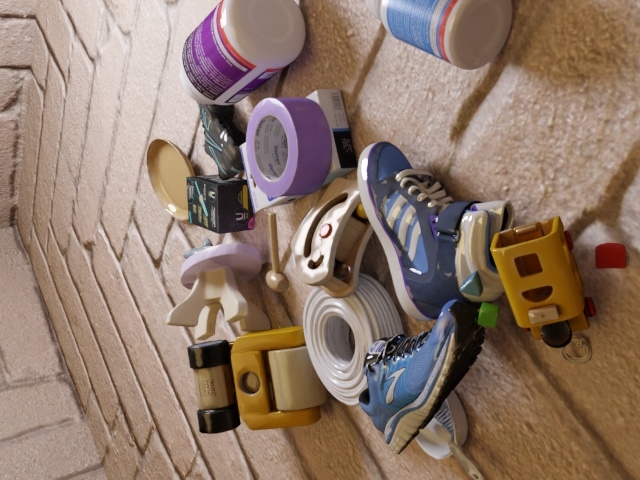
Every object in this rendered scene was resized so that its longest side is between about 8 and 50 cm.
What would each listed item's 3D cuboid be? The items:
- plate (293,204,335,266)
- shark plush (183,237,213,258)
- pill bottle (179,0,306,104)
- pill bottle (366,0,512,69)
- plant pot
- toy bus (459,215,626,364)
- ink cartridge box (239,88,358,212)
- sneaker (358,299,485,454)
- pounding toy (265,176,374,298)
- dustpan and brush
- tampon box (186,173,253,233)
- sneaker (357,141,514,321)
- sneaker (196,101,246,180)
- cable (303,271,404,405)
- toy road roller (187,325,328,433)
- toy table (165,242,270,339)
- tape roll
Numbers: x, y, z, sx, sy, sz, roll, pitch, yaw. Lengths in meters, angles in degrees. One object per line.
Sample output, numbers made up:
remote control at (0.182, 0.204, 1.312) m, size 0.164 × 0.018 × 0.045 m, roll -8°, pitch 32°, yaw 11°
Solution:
plate at (0.020, -0.002, 1.424) m, size 0.188 × 0.024 × 0.188 m, roll -26°, pitch 51°, yaw 36°
shark plush at (-0.300, 0.049, 1.913) m, size 0.161 × 0.067 × 0.073 m, roll 27°, pitch 119°, yaw 50°
pill bottle at (-0.181, -0.401, 1.538) m, size 0.323 × 0.181 × 0.182 m, roll -18°, pitch 82°, yaw 55°
pill bottle at (0.168, -0.348, 1.092) m, size 0.221 × 0.124 × 0.124 m, roll 40°, pitch 129°, yaw 42°
plant pot at (-0.404, -0.172, 2.010) m, size 0.236 × 0.032 × 0.236 m, roll 29°, pitch 132°, yaw 38°
toy bus at (0.296, 0.073, 0.956) m, size 0.202 × 0.104 × 0.191 m, roll 27°, pitch 116°, yaw 10°
ink cartridge box at (-0.054, -0.176, 1.510) m, size 0.332 × 0.065 × 0.165 m, roll -20°, pitch 81°, yaw 54°
sneaker at (0.138, 0.202, 1.141) m, size 0.147 × 0.129 × 0.330 m, roll 40°, pitch 134°, yaw 17°
pounding toy at (0.000, 0.000, 1.302) m, size 0.269 × 0.155 × 0.154 m, roll -55°, pitch 36°, yaw 9°
dustpan and brush at (0.217, 0.329, 1.230) m, size 0.211 × 0.060 × 0.147 m, roll 38°, pitch 127°, yaw 45°
tampon box at (-0.244, -0.092, 1.770) m, size 0.161 × 0.101 × 0.121 m, roll 18°, pitch 113°, yaw 52°
sneaker at (0.198, -0.048, 1.132) m, size 0.236 × 0.130 × 0.323 m, roll -31°, pitch 68°, yaw 45°
sneaker at (-0.250, -0.262, 1.724) m, size 0.106 × 0.101 × 0.267 m, roll -45°, pitch 59°, yaw 31°
cable at (0.061, 0.192, 1.402) m, size 0.257 × 0.089 × 0.257 m, roll -22°, pitch 79°, yaw 55°
toy road roller at (-0.129, 0.303, 1.655) m, size 0.329 × 0.240 × 0.203 m, roll -9°, pitch 89°, yaw 19°
toy table at (-0.237, 0.129, 1.710) m, size 0.274 × 0.252 × 0.161 m, roll 131°, pitch 139°, yaw -61°
tape roll at (-0.063, -0.179, 1.399) m, size 0.189 × 0.080 × 0.189 m, roll 18°, pitch 112°, yaw 53°
